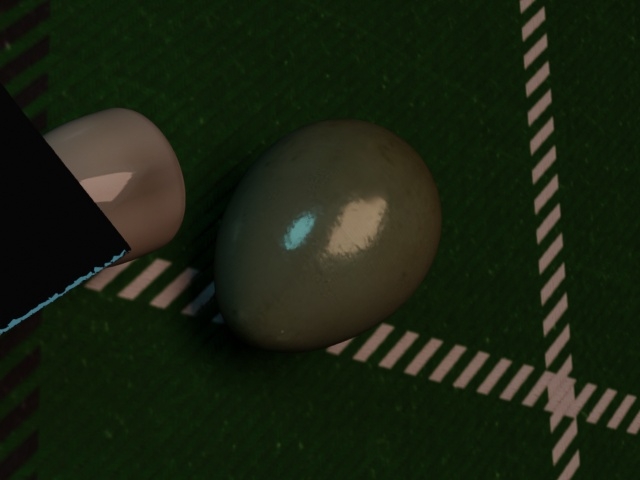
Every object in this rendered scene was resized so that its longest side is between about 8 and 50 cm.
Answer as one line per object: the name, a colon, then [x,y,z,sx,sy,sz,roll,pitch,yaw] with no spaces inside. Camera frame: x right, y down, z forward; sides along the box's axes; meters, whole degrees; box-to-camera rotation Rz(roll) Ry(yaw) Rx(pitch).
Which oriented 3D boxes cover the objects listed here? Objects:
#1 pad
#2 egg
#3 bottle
pad: [-0.307,-0.034,1.682,0.170,0.006,0.245,-34,69,-17]
egg: [0.000,0.000,1.970,0.295,0.218,0.218,-44,106,-35]
bottle: [-0.258,-0.029,1.776,0.236,0.147,0.148,-23,91,-40]
